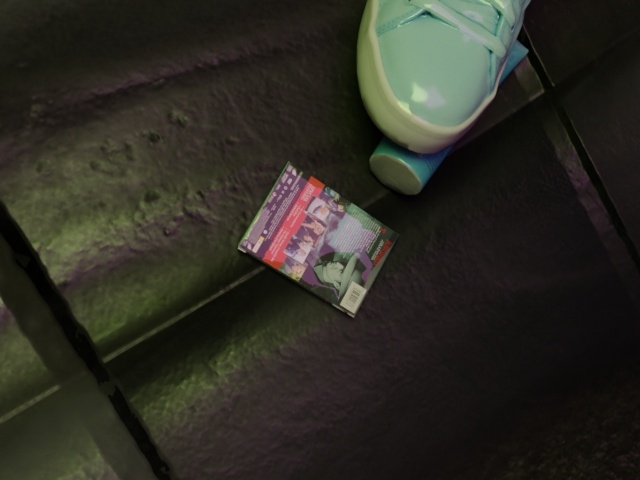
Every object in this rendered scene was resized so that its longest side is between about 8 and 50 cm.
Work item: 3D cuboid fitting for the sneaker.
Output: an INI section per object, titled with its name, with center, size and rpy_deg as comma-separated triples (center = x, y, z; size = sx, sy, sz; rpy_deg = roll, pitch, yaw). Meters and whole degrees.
[sneaker]
center = 0.133, -0.249, 0.458
size = 0.135, 0.150, 0.366
rpy_deg = 22, 72, -5

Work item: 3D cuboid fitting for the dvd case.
[dvd case]
center = 0.000, 0.000, 0.493
size = 0.119, 0.013, 0.087
rpy_deg = 32, 78, -12

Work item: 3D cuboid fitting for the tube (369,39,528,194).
[tube]
center = 0.120, -0.135, 0.524
size = 0.080, 0.052, 0.207
rpy_deg = 42, 71, -16
